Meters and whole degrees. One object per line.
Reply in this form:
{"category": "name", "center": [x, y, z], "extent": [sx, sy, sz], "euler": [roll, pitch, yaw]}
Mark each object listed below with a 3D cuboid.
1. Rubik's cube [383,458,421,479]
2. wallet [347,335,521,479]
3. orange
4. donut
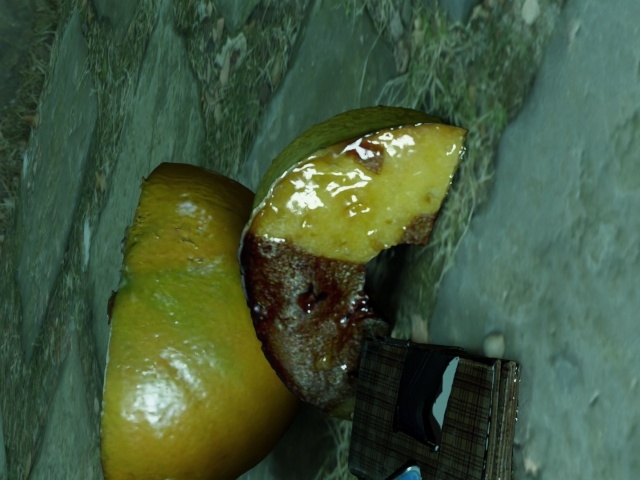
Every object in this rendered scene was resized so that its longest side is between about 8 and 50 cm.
{"category": "Rubik's cube", "center": [-0.022, 0.344, 1.177], "extent": [0.234, 0.250, 0.284], "euler": [88, 171, -75]}
{"category": "wallet", "center": [0.082, 0.139, 1.155], "extent": [0.230, 0.042, 0.124], "euler": [-179, 94, -70]}
{"category": "orange", "center": [-0.128, 0.094, 1.413], "extent": [0.310, 0.274, 0.274], "euler": [-47, 12, -21]}
{"category": "donut", "center": [0.000, 0.000, 1.280], "extent": [0.112, 0.151, 0.295], "euler": [-100, 26, -61]}
